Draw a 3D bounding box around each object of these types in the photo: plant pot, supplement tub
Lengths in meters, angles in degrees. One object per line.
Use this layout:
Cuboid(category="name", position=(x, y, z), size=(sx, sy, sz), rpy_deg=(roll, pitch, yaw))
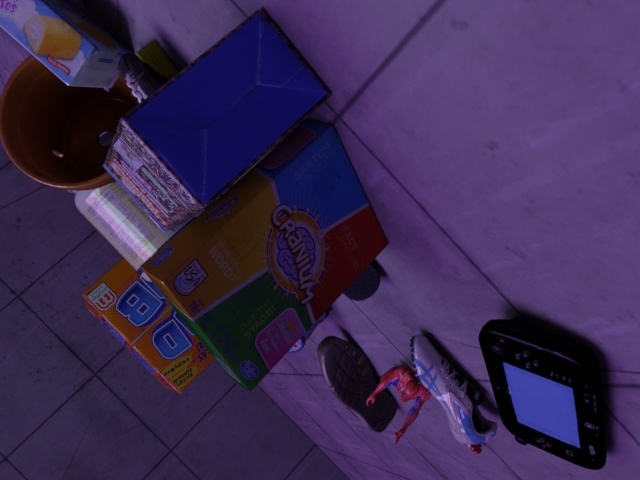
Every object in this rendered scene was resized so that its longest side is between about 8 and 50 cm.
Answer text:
Cuboid(category="plant pot", position=(-0.478, -0.233, 1.377), size=(0.291, 0.291, 0.203), rpy_deg=(43, 176, 6))
Cuboid(category="supplement tub", position=(-0.433, -0.087, 1.595), size=(0.325, 0.235, 0.235), rpy_deg=(47, 160, -5))

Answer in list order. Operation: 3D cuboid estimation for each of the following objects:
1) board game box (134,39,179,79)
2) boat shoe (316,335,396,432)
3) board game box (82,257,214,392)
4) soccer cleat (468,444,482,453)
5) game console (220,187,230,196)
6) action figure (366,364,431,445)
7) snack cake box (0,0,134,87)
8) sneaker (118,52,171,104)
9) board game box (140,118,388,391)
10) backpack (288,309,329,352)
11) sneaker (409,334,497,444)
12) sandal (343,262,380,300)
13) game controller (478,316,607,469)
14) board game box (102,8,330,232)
Cuboid(category="board game box", position=(-0.270, -0.266, 1.200), size=(0.181, 0.043, 0.092), rpy_deg=(53, 158, -21))
Cuboid(category="boat shoe", position=(0.070, 0.350, 1.632), size=(0.116, 0.123, 0.324), rpy_deg=(22, 148, 52))
Cuboid(category="board game box", position=(-0.414, 0.177, 1.895), size=(0.356, 0.356, 0.356), rpy_deg=(46, 160, -4))
Cuboid(category="soccer cleat", position=(0.314, 0.418, 1.412), size=(0.083, 0.029, 0.035), rpy_deg=(51, 168, -8))
Cuboid(category="game console", position=(-0.253, -0.120, 1.420), size=(0.122, 0.107, 0.071), rpy_deg=(-5, 99, 64))
Cuboid(category="action figure", position=(0.146, 0.317, 1.317), size=(0.091, 0.139, 0.280), rpy_deg=(40, 169, 8))
Cuboid(category="snack cake box", position=(-0.489, -0.394, 1.200), size=(0.264, 0.089, 0.152), rpy_deg=(41, -163, 1))
Cuboid(category="sneaker", position=(-0.232, -0.233, 1.119), size=(0.234, 0.106, 0.078), rpy_deg=(50, -165, -21))
Cuboid(category="board game box", position=(-0.061, 0.020, 0.942), size=(0.064, 0.316, 0.242), rpy_deg=(23, 151, 46))
Cuboid(category="backpack", position=(-0.126, 0.143, 1.507), size=(0.263, 0.213, 0.276), rpy_deg=(39, 159, -15))
Cuboid(category="sneaker", position=(0.240, 0.265, 1.205), size=(0.086, 0.085, 0.237), rpy_deg=(-28, 100, 26))
Cuboid(category="sandal", position=(0.000, 0.001, 1.132), size=(0.254, 0.097, 0.054), rpy_deg=(51, -174, -15))
Cuboid(category="game controller", position=(0.325, 0.229, 0.955), size=(0.166, 0.067, 0.319), rpy_deg=(27, 154, 41))
Cuboid(category="board game box", position=(-0.159, -0.150, 0.928), size=(0.141, 0.232, 0.291), rpy_deg=(49, 161, -11))
